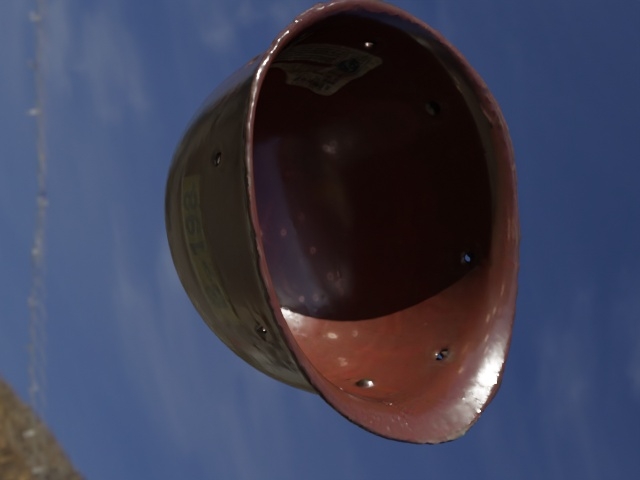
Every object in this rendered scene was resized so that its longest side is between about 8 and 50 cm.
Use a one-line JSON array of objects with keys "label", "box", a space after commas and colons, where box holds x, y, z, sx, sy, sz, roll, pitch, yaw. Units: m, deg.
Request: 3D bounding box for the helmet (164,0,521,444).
[{"label": "helmet", "box": [0.000, 0.000, 0.630, 0.106, 0.155, 0.175, -16, -81, 47]}]
